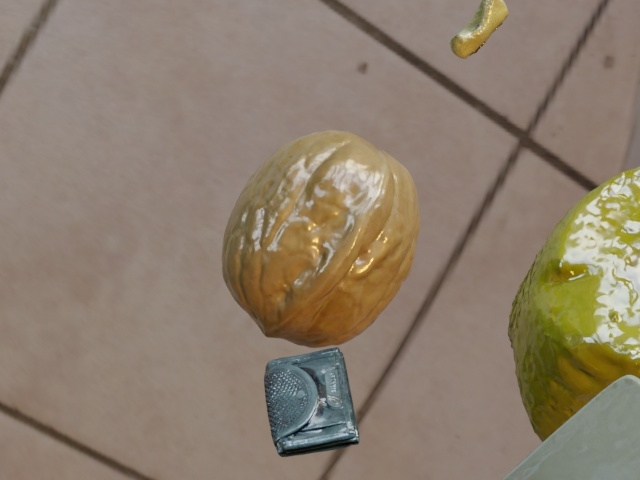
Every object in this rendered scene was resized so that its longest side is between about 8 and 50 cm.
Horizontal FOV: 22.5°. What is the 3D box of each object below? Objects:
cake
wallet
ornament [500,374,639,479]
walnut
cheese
[{"bbox_3d":[0.255,0.056,1.033,0.261,0.156,0.179,15,51,-4],"label":"cake"},{"bbox_3d":[-0.012,0.163,1.649,0.088,0.129,0.026,-10,132,-1],"label":"wallet"},{"bbox_3d":[0.128,0.159,0.608,0.120,0.130,0.285,-28,151,-18],"label":"ornament"},{"bbox_3d":[0.000,0.000,1.882,0.225,0.225,0.261,36,79,-25],"label":"walnut"},{"bbox_3d":[0.181,-0.246,1.844,0.083,0.030,0.044,-47,140,-6],"label":"cheese"}]
